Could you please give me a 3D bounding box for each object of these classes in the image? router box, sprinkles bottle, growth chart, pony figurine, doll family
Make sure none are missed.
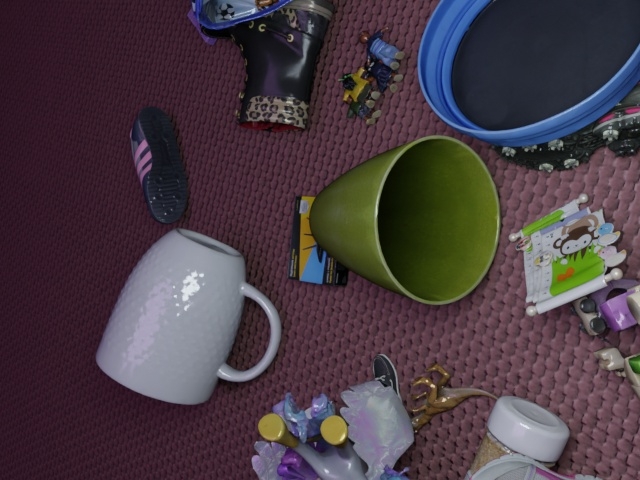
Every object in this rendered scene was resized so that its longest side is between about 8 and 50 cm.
[{"bbox_3d":[0.000,0.000,1.454,0.133,0.046,0.178,6,90,41],"label":"router box"},{"bbox_3d":[0.277,0.433,1.132,0.121,0.121,0.355,30,105,38],"label":"sprinkles bottle"},{"bbox_3d":[0.373,0.018,1.069,0.172,0.021,0.237,-37,22,28],"label":"growth chart"},{"bbox_3d":[0.035,0.383,1.138,0.303,0.363,0.351,-35,51,-3],"label":"pony figurine"},{"bbox_3d":[0.095,-0.330,1.390,0.193,0.076,0.111,-54,51,17],"label":"doll family"}]

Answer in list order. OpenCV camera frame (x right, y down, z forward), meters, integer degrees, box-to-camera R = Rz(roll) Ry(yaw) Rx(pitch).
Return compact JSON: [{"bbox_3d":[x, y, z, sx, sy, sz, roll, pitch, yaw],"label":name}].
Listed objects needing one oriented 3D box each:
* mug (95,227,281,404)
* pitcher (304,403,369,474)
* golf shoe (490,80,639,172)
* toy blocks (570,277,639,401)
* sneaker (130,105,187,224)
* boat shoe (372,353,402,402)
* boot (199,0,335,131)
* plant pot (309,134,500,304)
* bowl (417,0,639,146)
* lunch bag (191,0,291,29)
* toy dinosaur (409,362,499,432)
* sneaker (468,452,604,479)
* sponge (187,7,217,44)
[{"bbox_3d":[-0.266,0.172,1.549,0.374,0.276,0.328,24,95,8],"label":"mug"},{"bbox_3d":[0.017,0.454,1.366,0.207,0.126,0.177,61,144,38],"label":"pitcher"},{"bbox_3d":[0.408,-0.186,1.109,0.273,0.105,0.120,-8,61,38],"label":"golf shoe"},{"bbox_3d":[0.539,0.139,0.910,0.260,0.309,0.288,-25,80,2],"label":"toy blocks"},{"bbox_3d":[-0.424,-0.177,1.807,0.131,0.112,0.318,-33,62,52],"label":"sneaker"},{"bbox_3d":[0.122,0.279,1.331,0.046,0.038,0.125,-24,71,38],"label":"boat shoe"},{"bbox_3d":[-0.146,-0.394,1.560,0.378,0.138,0.284,9,92,35],"label":"boot"},{"bbox_3d":[0.116,-0.036,1.247,0.294,0.275,0.274,3,88,56],"label":"plant pot"},{"bbox_3d":[0.342,-0.325,1.107,0.391,0.077,0.391,-20,56,33],"label":"bowl"},{"bbox_3d":[-0.133,-0.643,1.424,0.385,0.239,0.327,-36,45,21],"label":"lunch bag"},{"bbox_3d":[0.227,0.276,1.243,0.211,0.064,0.112,-34,92,34],"label":"toy dinosaur"},{"bbox_3d":[0.332,0.386,1.004,0.111,0.252,0.102,-113,35,-74],"label":"sneaker"},{"bbox_3d":[-0.243,-0.599,1.722,0.210,0.031,0.117,-47,59,27],"label":"sponge"}]
